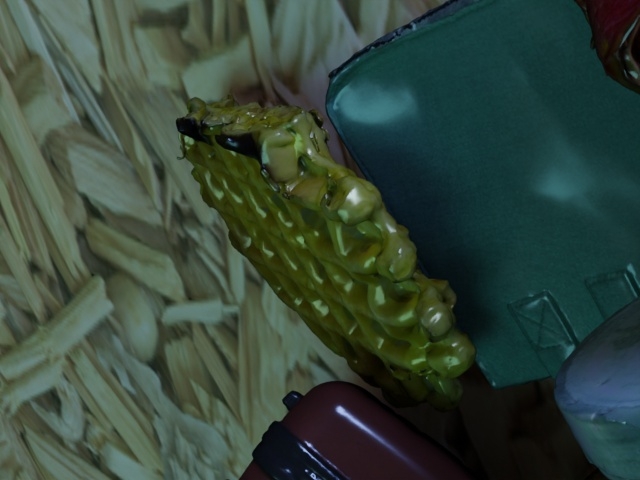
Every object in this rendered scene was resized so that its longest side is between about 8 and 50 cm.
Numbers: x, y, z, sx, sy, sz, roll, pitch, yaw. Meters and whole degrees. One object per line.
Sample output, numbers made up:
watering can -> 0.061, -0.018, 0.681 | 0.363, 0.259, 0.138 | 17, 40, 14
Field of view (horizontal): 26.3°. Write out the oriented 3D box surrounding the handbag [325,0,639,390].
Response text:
handbag -> 0.166, -0.051, 0.876 | 0.269, 0.100, 0.274 | -24, 105, 44

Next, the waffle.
waffle -> -0.003, 0.002, 0.991 | 0.307, 0.060, 0.312 | 49, 165, 9

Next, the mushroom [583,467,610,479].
mushroom -> 0.284, 0.265, 0.987 | 0.253, 0.153, 0.253 | 14, 121, 24

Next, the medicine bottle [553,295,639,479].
medicine bottle -> 0.278, 0.156, 0.727 | 0.245, 0.245, 0.290 | -21, 100, 47

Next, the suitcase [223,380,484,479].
suitcase -> 0.051, 0.225, 1.045 | 0.236, 0.161, 0.297 | 38, 176, 9

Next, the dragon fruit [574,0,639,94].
dragon fruit -> 0.230, -0.150, 0.635 | 0.250, 0.250, 0.315 | 12, 113, 33
